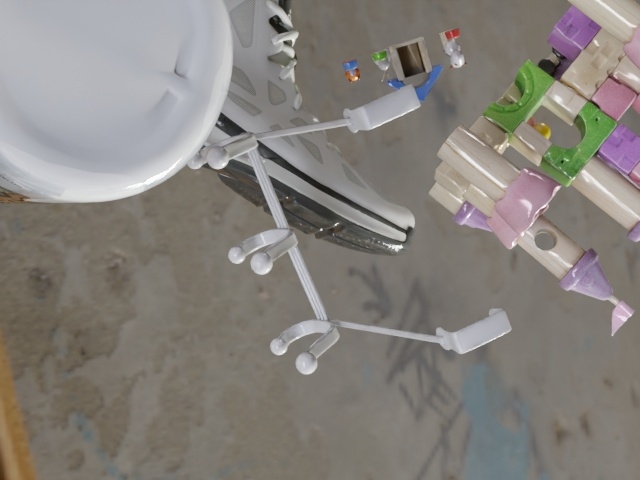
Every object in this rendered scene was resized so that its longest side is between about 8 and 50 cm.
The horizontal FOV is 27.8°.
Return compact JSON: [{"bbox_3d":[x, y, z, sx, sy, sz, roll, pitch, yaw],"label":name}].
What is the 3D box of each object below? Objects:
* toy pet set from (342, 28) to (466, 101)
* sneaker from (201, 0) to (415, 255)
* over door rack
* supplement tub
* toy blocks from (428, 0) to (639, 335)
[{"bbox_3d":[0.089,-0.172,1.344,0.114,0.122,0.065,-87,160,-81],"label":"toy pet set"},{"bbox_3d":[-0.041,-0.177,1.514,0.447,0.169,0.257,31,81,-11],"label":"sneaker"},{"bbox_3d":[0.000,0.000,1.224,0.108,0.324,0.240,-30,103,-32],"label":"over door rack"},{"bbox_3d":[-0.220,-0.130,0.978,0.207,0.338,0.207,0,91,-28],"label":"supplement tub"},{"bbox_3d":[0.302,-0.084,1.429,0.288,0.260,0.309,-50,173,-8],"label":"toy blocks"}]
